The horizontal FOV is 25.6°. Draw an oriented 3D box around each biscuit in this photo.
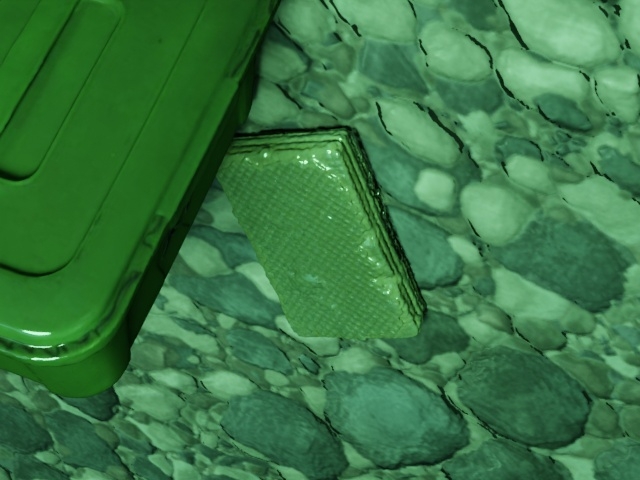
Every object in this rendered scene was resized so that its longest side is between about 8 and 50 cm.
[{"bbox_3d":[0.000,0.000,1.115,0.121,0.040,0.199,-1,132,31],"label":"biscuit"}]

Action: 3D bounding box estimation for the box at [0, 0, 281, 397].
[{"bbox_3d":[-0.189,-0.066,0.939,0.252,0.329,0.178,21,154,8],"label":"box"}]
